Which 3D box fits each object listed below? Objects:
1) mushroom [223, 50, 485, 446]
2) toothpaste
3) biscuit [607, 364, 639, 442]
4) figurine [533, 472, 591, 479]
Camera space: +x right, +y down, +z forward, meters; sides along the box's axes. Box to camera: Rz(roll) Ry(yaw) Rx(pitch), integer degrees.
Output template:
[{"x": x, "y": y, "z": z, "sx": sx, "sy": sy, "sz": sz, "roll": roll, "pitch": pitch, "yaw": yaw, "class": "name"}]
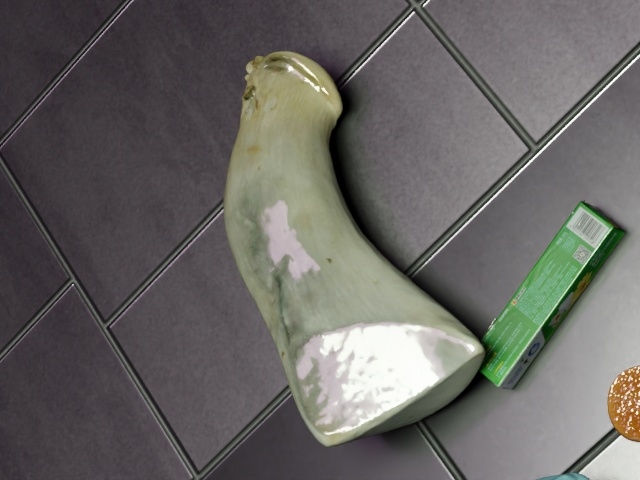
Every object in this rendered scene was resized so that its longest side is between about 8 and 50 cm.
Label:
[{"x": 0.000, "y": -0.001, "z": 1.617, "sx": 0.177, "sy": 0.126, "sz": 0.397, "roll": -36, "pitch": 62, "yaw": 14, "class": "mushroom"}, {"x": 0.200, "y": 0.049, "z": 1.531, "sx": 0.043, "sy": 0.037, "sz": 0.178, "roll": 40, "pitch": 102, "yaw": 28, "class": "toothpaste"}, {"x": 0.289, "y": 0.133, "z": 1.471, "sx": 0.091, "sy": 0.015, "sz": 0.078, "roll": -7, "pitch": 75, "yaw": 31, "class": "biscuit"}, {"x": 0.269, "y": 0.269, "z": 1.421, "sx": 0.260, "sy": 0.103, "sz": 0.205, "roll": -1, "pitch": 116, "yaw": 30, "class": "figurine"}]
